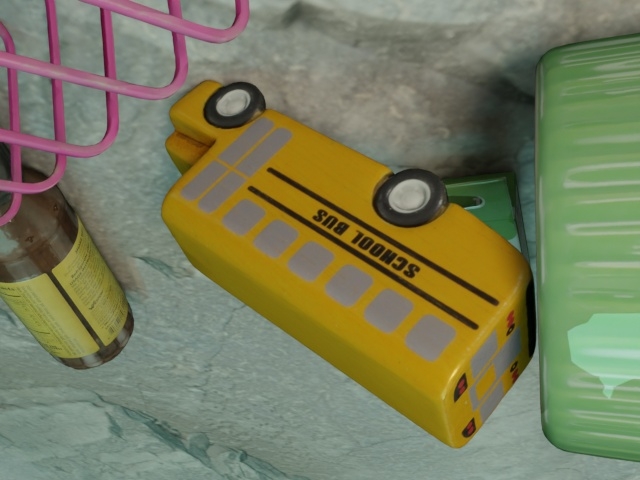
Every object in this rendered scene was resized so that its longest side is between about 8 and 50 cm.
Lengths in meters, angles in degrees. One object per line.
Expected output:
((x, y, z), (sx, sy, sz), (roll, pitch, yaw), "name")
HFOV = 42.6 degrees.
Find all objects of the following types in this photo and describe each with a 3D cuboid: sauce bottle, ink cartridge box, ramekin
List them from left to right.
((-0.286, 0.004, 0.815), (0.111, 0.111, 0.344), (2, 143, 9), "sauce bottle")
((0.130, -0.006, 0.755), (0.109, 0.062, 0.209), (-5, 142, 18), "ink cartridge box")
((0.221, 0.005, 0.546), (0.148, 0.303, 0.303), (-1, 144, 16), "ramekin")

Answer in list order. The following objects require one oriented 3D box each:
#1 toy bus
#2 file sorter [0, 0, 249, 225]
((0.000, 0.000, 0.608), (0.332, 0.130, 0.108), (31, 159, 32), "toy bus")
((-0.202, -0.148, 0.484), (0.182, 0.202, 0.290), (8, 155, -45), "file sorter")
